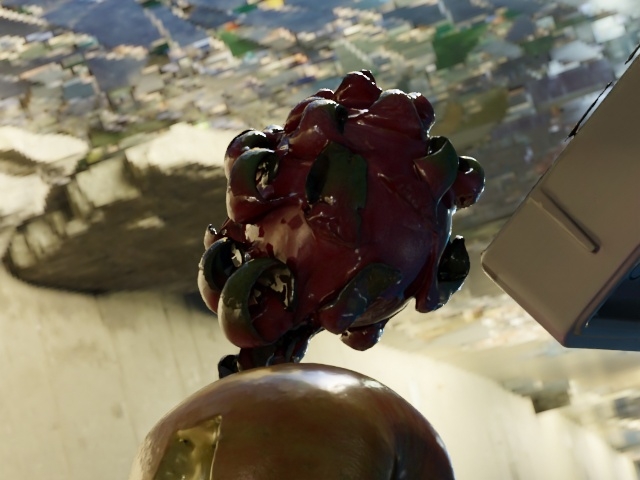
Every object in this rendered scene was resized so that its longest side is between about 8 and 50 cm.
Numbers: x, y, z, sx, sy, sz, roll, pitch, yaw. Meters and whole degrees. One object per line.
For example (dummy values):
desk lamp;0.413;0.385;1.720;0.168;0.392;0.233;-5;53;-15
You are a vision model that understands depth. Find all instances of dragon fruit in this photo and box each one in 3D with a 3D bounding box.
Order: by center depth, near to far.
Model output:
dragon fruit;-0.003;-0.007;0.954;0.198;0.273;0.218;46;-34;27

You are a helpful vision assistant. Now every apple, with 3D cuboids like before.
apple;-0.022;0.155;0.698;0.199;0.199;0.199;-17;90;-77

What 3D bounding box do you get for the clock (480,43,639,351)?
clock;0.185;-0.036;0.596;0.150;0.197;0.063;9;33;-52
